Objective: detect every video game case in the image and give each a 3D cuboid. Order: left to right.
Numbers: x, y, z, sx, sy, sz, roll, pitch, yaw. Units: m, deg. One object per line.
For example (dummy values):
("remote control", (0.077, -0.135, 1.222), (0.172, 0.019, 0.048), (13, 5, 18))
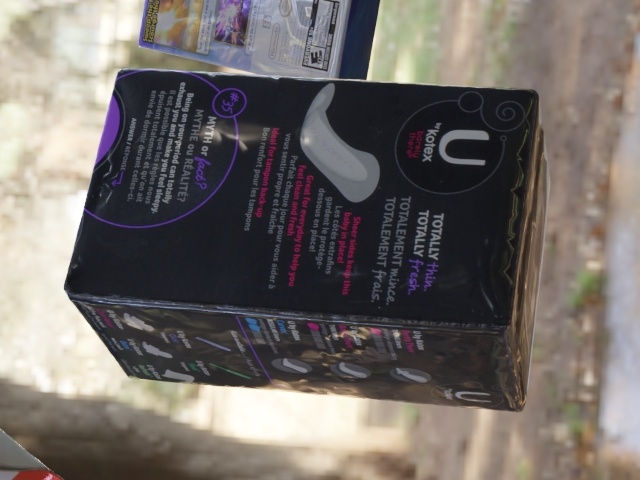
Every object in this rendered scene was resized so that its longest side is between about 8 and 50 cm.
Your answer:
("video game case", (-0.048, -0.297, 1.691), (0.061, 0.244, 0.269), (-6, -71, -57))

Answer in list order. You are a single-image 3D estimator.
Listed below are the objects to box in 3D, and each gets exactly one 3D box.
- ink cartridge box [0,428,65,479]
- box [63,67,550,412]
("ink cartridge box", (-0.251, 0.173, 1.098), (0.189, 0.232, 0.066), (-44, 4, 42))
("box", (0.000, 0.000, 1.095), (0.143, 0.270, 0.165), (68, -150, -62))
